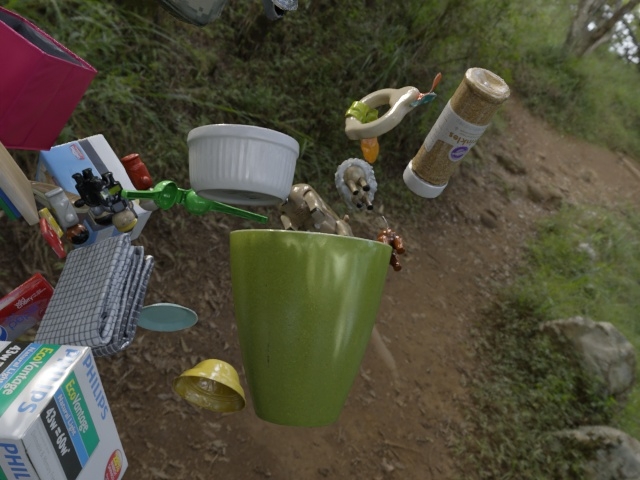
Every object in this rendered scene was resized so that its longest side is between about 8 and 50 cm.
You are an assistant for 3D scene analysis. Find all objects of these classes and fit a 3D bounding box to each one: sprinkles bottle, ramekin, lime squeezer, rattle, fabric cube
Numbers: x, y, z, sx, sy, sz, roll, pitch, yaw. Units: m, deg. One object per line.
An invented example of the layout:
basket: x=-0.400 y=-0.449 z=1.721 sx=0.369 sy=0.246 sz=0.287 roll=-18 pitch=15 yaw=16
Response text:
sprinkles bottle: x=0.344 y=-0.270 z=1.368 sx=0.121 sy=0.355 sz=0.121 roll=12 pitch=48 yaw=-14
ramekin: x=-0.145 y=-0.131 z=0.969 sx=0.207 sy=0.109 sz=0.207 roll=3 pitch=-6 yaw=0
lime squeezer: x=-0.250 y=-0.080 z=1.012 sx=0.110 sy=0.058 sz=0.310 roll=2 pitch=-6 yaw=45
rattle: x=0.157 y=-0.225 z=1.012 sx=0.142 sy=0.200 sz=0.130 roll=63 pitch=24 yaw=-24
fabric cube: x=-0.766 y=-0.398 z=1.279 sx=0.254 sy=0.258 sz=0.259 roll=35 pitch=9 yaw=-2

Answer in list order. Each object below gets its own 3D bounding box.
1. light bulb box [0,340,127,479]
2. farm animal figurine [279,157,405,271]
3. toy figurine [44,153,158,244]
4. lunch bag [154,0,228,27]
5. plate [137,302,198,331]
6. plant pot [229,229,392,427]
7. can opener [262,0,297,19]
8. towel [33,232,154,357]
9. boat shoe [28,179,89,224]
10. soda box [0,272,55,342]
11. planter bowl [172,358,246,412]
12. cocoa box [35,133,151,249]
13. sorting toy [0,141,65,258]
light bulb box: x=-0.616 y=0.392 z=0.994 sx=0.361 sy=0.357 sz=0.225 roll=2 pitch=30 yaw=7
farm animal figurine: x=0.000 y=0.000 z=1.156 sx=0.172 sy=0.330 sz=0.326 roll=-108 pitch=172 yaw=-54
toy figurine: x=-0.498 y=-0.089 z=1.215 sx=0.209 sy=0.213 sz=0.148 roll=-80 pitch=153 yaw=-63
lunch bag: x=-0.093 y=-0.367 z=0.442 sx=0.213 sy=0.256 sz=0.305 roll=37 pitch=25 yaw=-22
plate: x=-0.460 y=0.223 z=1.551 sx=0.188 sy=0.188 sz=0.024 roll=16 pitch=52 yaw=-33
plant pot: x=-0.030 y=0.146 z=0.875 sx=0.275 sy=0.293 sz=0.275 roll=5 pitch=-6 yaw=1
can opener: x=-0.095 y=-0.583 z=1.023 sx=0.076 sy=0.095 sz=0.283 roll=-5 pitch=89 yaw=-49
towel: x=-0.533 y=0.143 z=1.246 sx=0.121 sy=0.235 sz=0.283 roll=43 pitch=42 yaw=-45
boat shoe: x=-0.714 y=-0.095 z=1.379 sx=0.285 sy=0.092 sz=0.103 roll=19 pitch=8 yaw=31
soda box: x=-0.818 y=0.206 z=1.364 sx=0.083 sy=0.263 sz=0.092 roll=18 pitch=-37 yaw=54
planter bowl: x=-0.303 y=0.404 z=1.499 sx=0.217 sy=0.217 sz=0.090 roll=28 pitch=48 yaw=-13
cocoa box: x=-0.809 y=-0.153 z=1.851 sx=0.228 sy=0.231 sz=0.347 roll=-30 pitch=81 yaw=-40
sorting toy: x=-0.423 y=-0.084 z=0.675 sx=0.046 sy=0.274 sz=0.132 roll=-30 pitch=41 yaw=-15
